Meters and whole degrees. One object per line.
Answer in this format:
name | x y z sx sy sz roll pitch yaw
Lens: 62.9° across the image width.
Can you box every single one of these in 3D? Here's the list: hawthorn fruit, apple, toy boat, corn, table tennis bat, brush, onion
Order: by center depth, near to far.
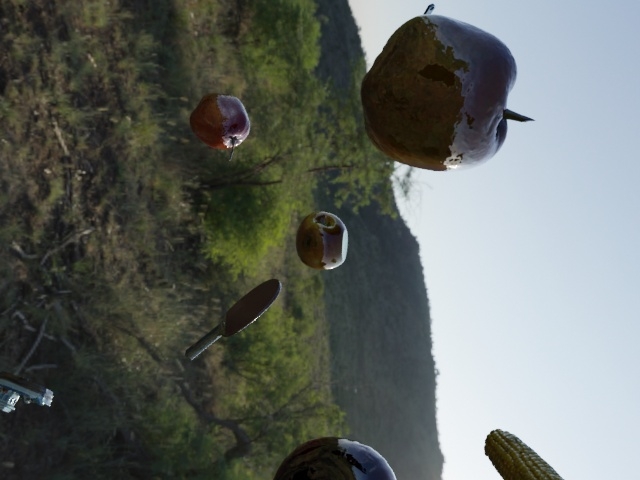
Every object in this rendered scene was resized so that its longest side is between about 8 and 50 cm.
hawthorn fruit | 0.226 -0.246 0.935 0.267 0.301 0.267 -53 160 -28
onion | 0.014 0.495 0.957 0.285 0.273 0.273 57 25 -53
toy boat | -0.575 0.291 0.986 0.059 0.140 0.066 81 28 -57
apple | 0.000 0.000 1.001 0.114 0.099 0.102 -54 149 -62
corn | 0.451 0.510 1.080 0.318 0.115 0.115 -128 -146 -69
table tennis bat | -0.199 0.181 1.198 0.021 0.274 0.154 51 3 -19
brush | 0.255 -0.551 1.362 0.014 0.051 0.164 63 -25 14
hawthorn fruit | -0.266 -0.318 1.473 0.203 0.163 0.162 45 -22 24
